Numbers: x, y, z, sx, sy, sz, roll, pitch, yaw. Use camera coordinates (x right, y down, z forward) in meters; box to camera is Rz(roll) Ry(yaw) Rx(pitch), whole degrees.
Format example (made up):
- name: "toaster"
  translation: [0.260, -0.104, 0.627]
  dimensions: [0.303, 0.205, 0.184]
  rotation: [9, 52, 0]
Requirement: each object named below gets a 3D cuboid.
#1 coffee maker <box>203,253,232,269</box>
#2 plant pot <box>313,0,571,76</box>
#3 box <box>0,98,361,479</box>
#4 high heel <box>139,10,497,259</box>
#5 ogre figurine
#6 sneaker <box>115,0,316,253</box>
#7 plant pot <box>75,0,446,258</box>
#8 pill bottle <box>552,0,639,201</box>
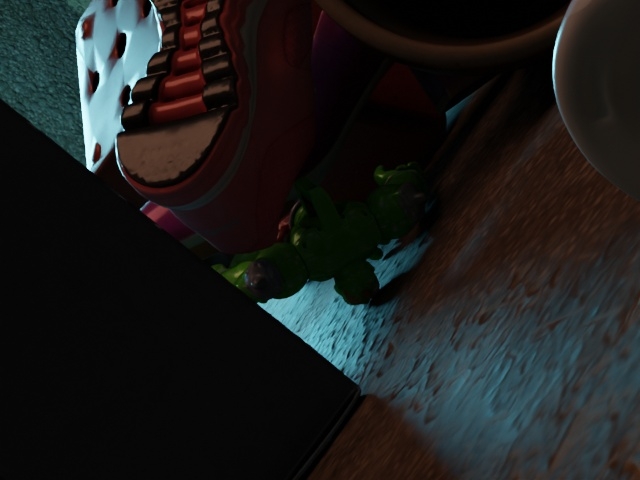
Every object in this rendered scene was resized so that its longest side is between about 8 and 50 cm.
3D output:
- name: "coffee maker"
  translation: [-0.089, -0.013, 2.140]
  dimensions: [0.178, 0.120, 0.171]
  rotation: [-59, -14, -56]
- name: "plant pot"
  translation: [0.113, -0.229, 1.287]
  dimensions: [0.263, 0.263, 0.229]
  rotation: [-52, -11, 1]
- name: "box"
  translation: [-0.182, 0.064, 1.185]
  dimensions: [0.179, 0.343, 0.312]
  rotation: [-52, 6, -10]
- name: "high heel"
  translation: [-0.037, -0.124, 1.427]
  dimensions: [0.377, 0.181, 0.127]
  rotation: [-32, -6, -20]
- name: "ogre figurine"
  translation: [0.000, 0.000, 1.312]
  dimensions: [0.197, 0.097, 0.118]
  rotation: [-9, 4, -12]
- name: "sneaker"
  translation: [-0.055, -0.125, 1.288]
  dimensions: [0.116, 0.136, 0.314]
  rotation: [-8, 50, 29]
- name: "plant pot"
  translation: [-0.073, -0.152, 1.621]
  dimensions: [0.267, 0.235, 0.267]
  rotation: [-46, 43, 44]
- name: "pill bottle"
  translation: [0.157, -0.098, 0.664]
  dimensions: [0.108, 0.108, 0.180]
  rotation: [-47, 8, 40]
